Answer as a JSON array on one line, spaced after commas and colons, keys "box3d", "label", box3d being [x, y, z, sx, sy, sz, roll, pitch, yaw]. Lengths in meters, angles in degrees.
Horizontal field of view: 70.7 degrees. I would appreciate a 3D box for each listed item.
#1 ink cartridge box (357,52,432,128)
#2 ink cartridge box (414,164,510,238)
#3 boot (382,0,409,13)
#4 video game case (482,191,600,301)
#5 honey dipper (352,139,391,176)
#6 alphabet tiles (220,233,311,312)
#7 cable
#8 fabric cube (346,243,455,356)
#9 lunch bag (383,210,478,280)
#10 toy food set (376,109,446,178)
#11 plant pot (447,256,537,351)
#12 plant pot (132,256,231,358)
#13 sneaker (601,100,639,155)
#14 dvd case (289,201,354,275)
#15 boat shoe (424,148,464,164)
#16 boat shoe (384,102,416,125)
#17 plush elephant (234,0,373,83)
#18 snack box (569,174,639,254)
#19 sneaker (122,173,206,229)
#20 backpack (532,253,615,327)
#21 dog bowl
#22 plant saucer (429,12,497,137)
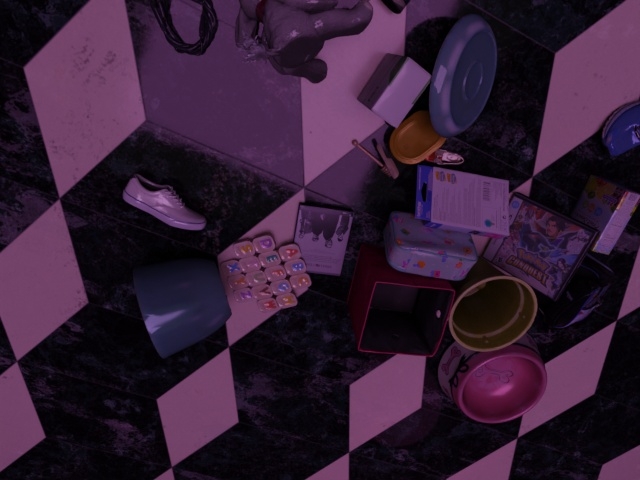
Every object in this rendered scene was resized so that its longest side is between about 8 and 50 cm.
[{"box3d": [0.192, -0.409, 1.215, 0.093, 0.212, 0.154, 29, 108, -20], "label": "ink cartridge box"}, {"box3d": [0.434, -0.120, 1.402, 0.311, 0.065, 0.186, 9, 74, -11], "label": "ink cartridge box"}, {"box3d": [0.187, -0.730, 1.143, 0.178, 0.085, 0.236, -43, 108, 7], "label": "boot"}, {"box3d": [0.687, 0.015, 1.437, 0.035, 0.275, 0.248, -2, 120, -43], "label": "video game case"}, {"box3d": [0.160, -0.255, 1.386, 0.161, 0.030, 0.030, 36, 107, -14], "label": "honey dipper"}, {"box3d": [-0.182, 0.115, 1.507, 0.278, 0.021, 0.284, -14, 115, 10], "label": "alphabet tiles"}, {"box3d": [-0.350, -0.583, 1.183, 0.150, 0.047, 0.184, -23, 112, 0], "label": "cable"}, {"box3d": [0.247, 0.192, 1.471, 0.259, 0.258, 0.254, 7, 113, -8], "label": "fabric cube"}, {"box3d": [0.342, 0.010, 1.419, 0.279, 0.224, 0.108, 9, 128, -8], "label": "lunch bag"}, {"box3d": [0.277, -0.296, 1.361, 0.218, 0.071, 0.128, -36, 89, 9], "label": "toy food set"}, {"box3d": [0.518, 0.176, 1.490, 0.276, 0.254, 0.276, -2, 116, -4], "label": "plant pot"}, {"box3d": [-0.414, 0.183, 1.403, 0.235, 0.293, 0.293, -19, 116, -14], "label": "plant pot"}, {"box3d": [1.007, -0.367, 1.344, 0.330, 0.147, 0.130, -36, 113, 12], "label": "sneaker"}, {"box3d": [0.000, 0.000, 1.486, 0.179, 0.029, 0.238, 7, 114, -9], "label": "dvd case"}, {"box3d": [0.374, -0.258, 1.393, 0.137, 0.043, 0.049, 6, 116, -7], "label": "boat shoe"}, {"box3d": [0.244, -0.389, 1.323, 0.049, 0.042, 0.133, 41, 104, -18], "label": "boat shoe"}, {"box3d": [-0.094, -0.565, 1.119, 0.330, 0.272, 0.255, -16, 78, -32], "label": "plush elephant"}, {"box3d": [0.897, -0.085, 1.447, 0.070, 0.174, 0.207, 12, 112, -9], "label": "snack box"}, {"box3d": [-0.460, -0.114, 1.355, 0.258, 0.094, 0.091, 24, 115, -14], "label": "sneaker"}, {"box3d": [0.811, 0.149, 1.515, 0.213, 0.276, 0.263, -1, 126, -29], "label": "backpack"}, {"box3d": [0.665, 0.521, 1.720, 0.408, 0.150, 0.408, -2, 114, -5], "label": "dog bowl"}, {"box3d": [0.393, -0.430, 1.205, 0.317, 0.044, 0.317, -28, 130, -39], "label": "plant saucer"}]
